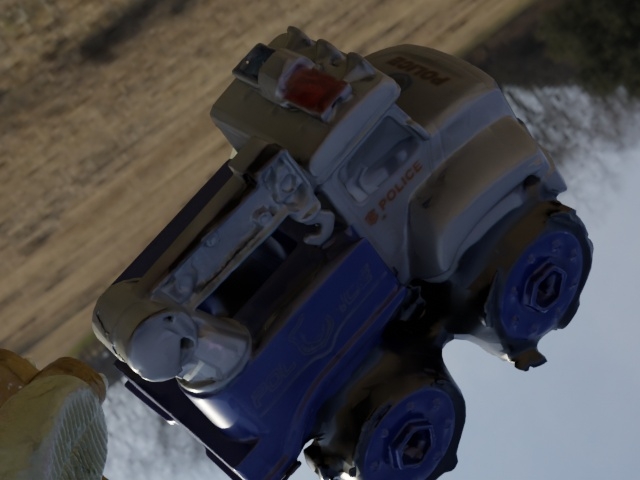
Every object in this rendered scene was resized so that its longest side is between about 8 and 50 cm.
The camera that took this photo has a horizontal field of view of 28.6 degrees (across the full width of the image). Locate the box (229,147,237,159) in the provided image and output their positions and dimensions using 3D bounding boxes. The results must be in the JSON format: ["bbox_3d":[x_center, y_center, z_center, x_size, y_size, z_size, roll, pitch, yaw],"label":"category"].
[{"bbox_3d":[0.000,0.000,1.090,0.210,0.095,0.330,-26,159,-29],"label":"box"}]

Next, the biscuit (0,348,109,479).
[{"bbox_3d":[-0.225,0.200,1.074,0.158,0.240,0.035,11,-153,30],"label":"biscuit"}]

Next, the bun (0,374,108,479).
[{"bbox_3d":[-0.192,0.146,0.852,0.069,0.115,0.115,3,-167,14],"label":"bun"}]

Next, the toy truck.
[{"bbox_3d":[0.000,0.000,0.561,0.213,0.177,0.161,-49,-134,-11],"label":"toy truck"}]
